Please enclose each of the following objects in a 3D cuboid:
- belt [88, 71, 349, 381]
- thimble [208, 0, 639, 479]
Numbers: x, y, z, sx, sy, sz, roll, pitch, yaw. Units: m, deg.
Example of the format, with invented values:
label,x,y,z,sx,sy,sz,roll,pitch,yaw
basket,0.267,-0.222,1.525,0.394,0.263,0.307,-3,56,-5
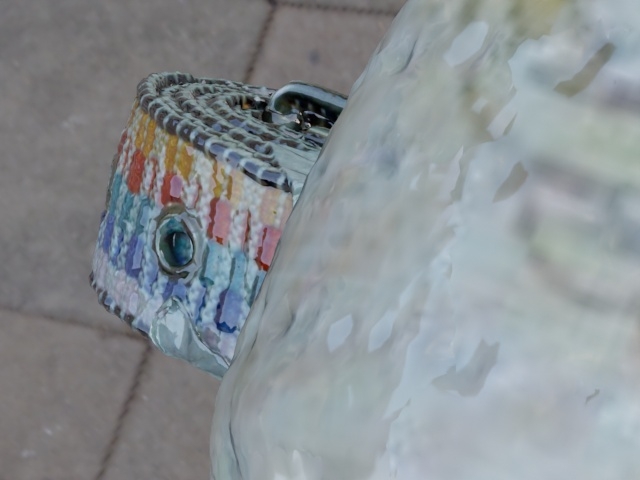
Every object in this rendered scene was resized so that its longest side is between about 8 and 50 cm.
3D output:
label,x,y,z,sx,sy,sz,roll,pitch,yaw
belt,0.000,0.000,0.874,0.257,0.207,0.150,25,108,33
thimble,0.126,0.058,0.471,0.291,0.291,0.195,20,79,32
